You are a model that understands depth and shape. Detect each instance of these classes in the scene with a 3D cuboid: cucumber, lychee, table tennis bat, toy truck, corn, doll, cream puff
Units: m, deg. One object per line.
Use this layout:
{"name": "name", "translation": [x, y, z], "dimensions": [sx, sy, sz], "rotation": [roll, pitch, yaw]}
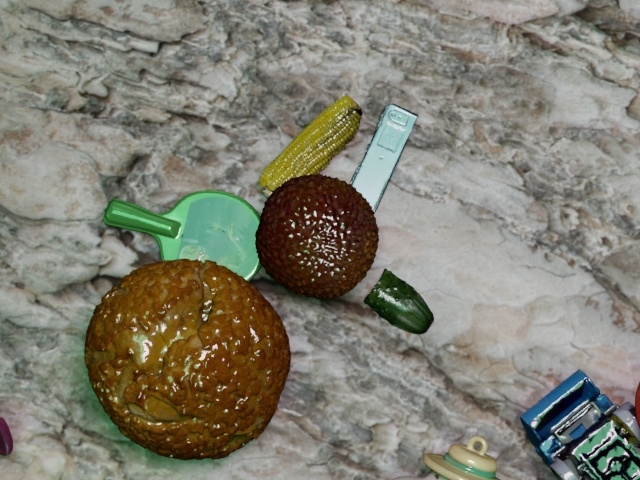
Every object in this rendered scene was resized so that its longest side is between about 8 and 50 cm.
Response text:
{"name": "cucumber", "translation": [0.124, 0.097, 1.754], "dimensions": [0.107, 0.035, 0.067], "rotation": [35, 82, 5]}
{"name": "lychee", "translation": [-0.005, -0.003, 1.702], "dimensions": [0.194, 0.194, 0.194], "rotation": [0, 81, 2]}
{"name": "table tennis bat", "translation": [-0.208, -0.011, 1.782], "dimensions": [0.257, 0.039, 0.160], "rotation": [17, 82, 2]}
{"name": "toy truck", "translation": [0.440, 0.358, 1.630], "dimensions": [0.146, 0.175, 0.367], "rotation": [-37, 81, -3]}
{"name": "corn", "translation": [-0.012, -0.139, 1.779], "dimensions": [0.072, 0.072, 0.203], "rotation": [43, 83, 8]}
{"name": "doll", "translation": [0.195, 0.436, 1.656], "dimensions": [0.208, 0.144, 0.271], "rotation": [-26, 77, 18]}
{"name": "cream puff", "translation": [-0.195, 0.169, 1.660], "dimensions": [0.303, 0.212, 0.303], "rotation": [0, 85, 4]}

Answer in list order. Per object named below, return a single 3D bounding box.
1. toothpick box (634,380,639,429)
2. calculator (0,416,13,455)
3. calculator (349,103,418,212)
{"name": "toothpick box", "translation": [0.598, 0.177, 1.563], "dimensions": [0.333, 0.204, 0.204], "rotation": [-28, 79, -40]}
{"name": "calculator", "translation": [-0.545, 0.263, 1.701], "dimensions": [0.190, 0.126, 0.034], "rotation": [19, 56, 5]}
{"name": "calculator", "translation": [0.094, -0.129, 1.799], "dimensions": [0.057, 0.018, 0.172], "rotation": [23, 82, 7]}
